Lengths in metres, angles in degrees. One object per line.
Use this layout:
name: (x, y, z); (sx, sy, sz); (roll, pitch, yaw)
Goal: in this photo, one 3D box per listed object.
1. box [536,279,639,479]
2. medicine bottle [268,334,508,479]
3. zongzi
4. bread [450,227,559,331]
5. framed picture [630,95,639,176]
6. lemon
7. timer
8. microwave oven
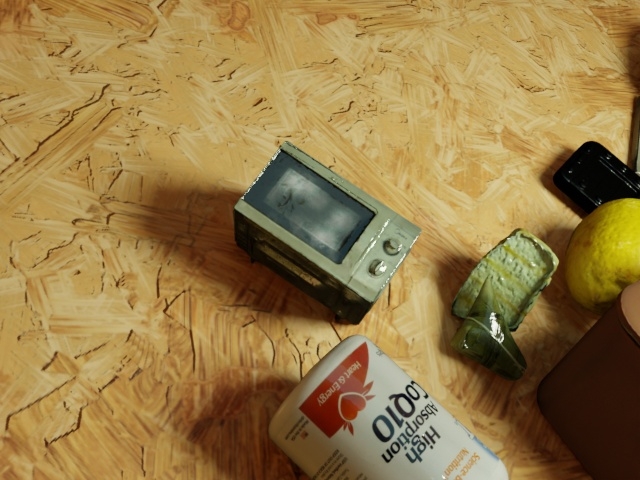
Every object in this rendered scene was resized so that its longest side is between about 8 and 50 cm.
box: (0.475, 0.223, 1.058); (0.239, 0.229, 0.339); (-21, 64, -34)
medicine bottle: (0.093, 0.249, 0.920); (0.289, 0.157, 0.157); (42, 49, 12)
zongzi: (0.243, 0.119, 1.139); (0.104, 0.052, 0.113); (31, 76, -5)
bread: (0.259, 0.056, 1.197); (0.103, 0.156, 0.110); (41, 16, 2)
framed picture: (0.669, -0.158, 1.597); (0.189, 0.023, 0.260); (28, 47, -4)
lemon: (0.448, 0.028, 1.249); (0.170, 0.170, 0.207); (32, 42, 4)
timer: (0.487, -0.075, 1.428); (0.187, 0.055, 0.144); (43, 51, 8)
microwave oven: (0.000, 0.000, 1.076); (0.205, 0.163, 0.129); (34, 71, 7)
